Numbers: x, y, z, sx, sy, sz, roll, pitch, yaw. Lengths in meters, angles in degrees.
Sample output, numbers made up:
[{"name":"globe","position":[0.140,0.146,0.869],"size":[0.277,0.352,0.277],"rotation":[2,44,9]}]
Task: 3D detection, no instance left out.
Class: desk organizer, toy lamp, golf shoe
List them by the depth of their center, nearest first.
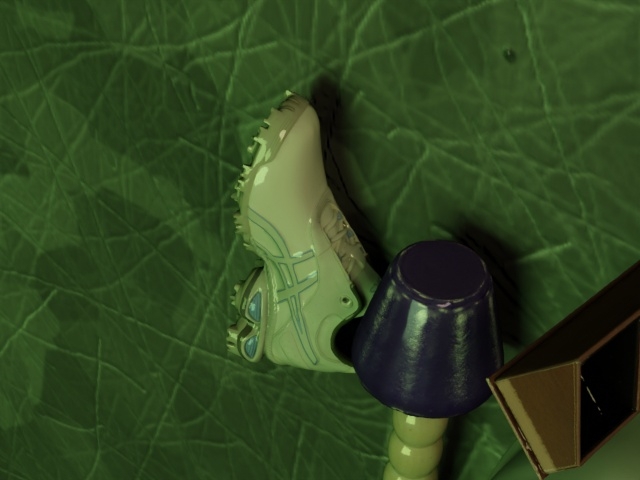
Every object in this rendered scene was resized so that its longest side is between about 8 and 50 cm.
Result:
[{"name":"desk organizer","position":[0.132,0.041,0.644],"size":[0.050,0.130,0.047],"rotation":[-22,98,53]},{"name":"golf shoe","position":[0.000,0.000,0.849],"size":[0.086,0.069,0.176],"rotation":[18,136,16]},{"name":"toy lamp","position":[0.047,0.114,0.850],"size":[0.080,0.080,0.275],"rotation":[35,138,29]}]

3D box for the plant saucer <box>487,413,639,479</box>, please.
[{"name":"plant saucer","position":[0.110,0.262,0.691],"size":[0.400,0.100,0.400],"rotation":[-178,90,-68]}]
